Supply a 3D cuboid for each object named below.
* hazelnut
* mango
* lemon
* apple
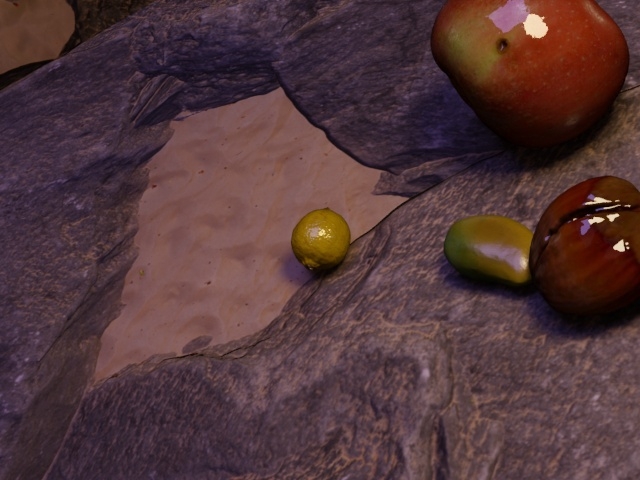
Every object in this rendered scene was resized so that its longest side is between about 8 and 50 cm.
[{"bbox_3d":[0.415,0.011,1.808,0.180,0.181,0.212,-4,53,4],"label":"hazelnut"},{"bbox_3d":[0.295,0.017,1.966,0.191,0.086,0.122,18,49,34],"label":"mango"},{"bbox_3d":[0.000,0.000,2.159,0.109,0.109,0.133,0,57,34],"label":"lemon"},{"bbox_3d":[0.371,-0.332,2.083,0.277,0.348,0.348,-39,37,8],"label":"apple"}]
